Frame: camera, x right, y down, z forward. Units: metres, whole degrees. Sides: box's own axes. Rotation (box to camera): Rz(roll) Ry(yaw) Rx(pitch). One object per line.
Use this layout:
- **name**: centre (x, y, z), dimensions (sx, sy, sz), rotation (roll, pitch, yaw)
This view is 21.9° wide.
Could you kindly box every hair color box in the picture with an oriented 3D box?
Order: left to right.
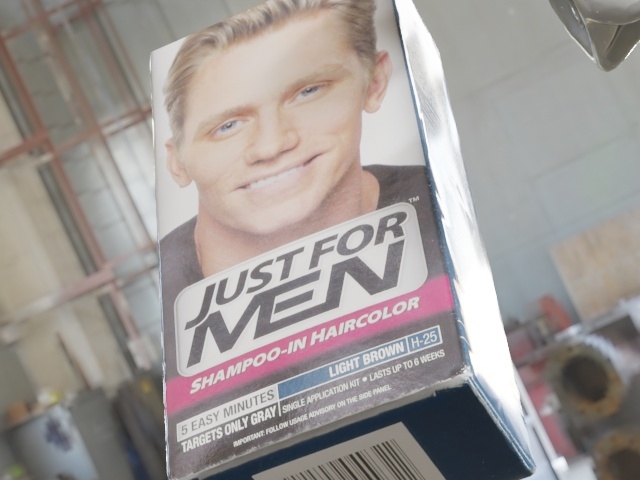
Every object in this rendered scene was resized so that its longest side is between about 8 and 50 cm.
- **hair color box**: centre (0.000, 0.000, 0.967), dimensions (0.174, 0.347, 0.105), rotation (-22, -46, 14)

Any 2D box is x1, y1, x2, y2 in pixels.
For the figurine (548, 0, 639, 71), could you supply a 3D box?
- **figurine**: centre (0.187, -0.215, 0.880), dimensions (0.209, 0.215, 0.092), rotation (-34, -42, 3)
